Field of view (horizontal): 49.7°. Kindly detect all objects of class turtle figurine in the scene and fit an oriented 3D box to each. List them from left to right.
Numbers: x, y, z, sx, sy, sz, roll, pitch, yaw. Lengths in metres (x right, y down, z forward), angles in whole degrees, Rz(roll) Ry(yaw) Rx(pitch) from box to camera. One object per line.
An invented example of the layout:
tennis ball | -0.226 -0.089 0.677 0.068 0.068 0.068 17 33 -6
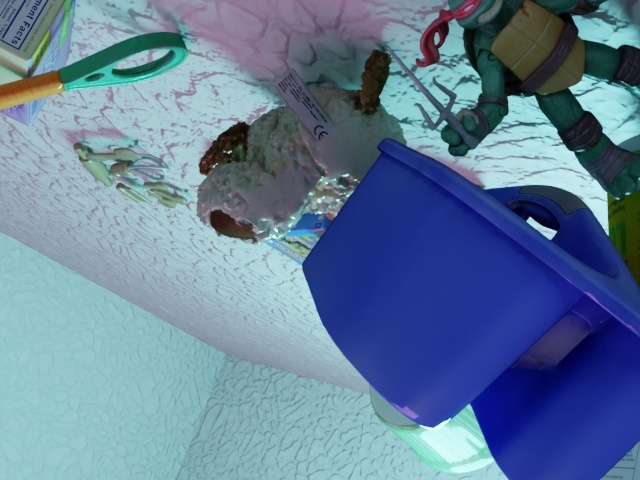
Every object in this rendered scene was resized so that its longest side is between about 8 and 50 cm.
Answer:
turtle figurine | 0.168 -0.135 0.508 0.234 0.118 0.175 27 121 -22

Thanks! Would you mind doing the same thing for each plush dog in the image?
plush dog | -0.005 -0.095 0.751 0.262 0.211 0.225 10 -174 -22

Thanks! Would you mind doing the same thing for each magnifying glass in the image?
magnifying glass | -0.255 -0.178 0.745 0.230 0.026 0.092 -19 178 -17

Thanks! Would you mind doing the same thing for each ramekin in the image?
ramekin | 0.234 0.255 1.279 0.148 0.303 0.303 39 156 -28

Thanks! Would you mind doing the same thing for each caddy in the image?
caddy | 0.130 0.033 0.528 0.241 0.179 0.341 36 -172 -15

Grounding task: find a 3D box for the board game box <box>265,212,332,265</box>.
board game box | 0.000 0.000 1.184 0.160 0.047 0.210 33 158 -33

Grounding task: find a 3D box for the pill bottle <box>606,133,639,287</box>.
pill bottle | 0.315 0.038 0.579 0.136 0.246 0.136 4 167 1

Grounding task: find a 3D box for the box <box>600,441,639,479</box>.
box | 0.390 0.153 0.760 0.121 0.311 0.148 22 163 -1

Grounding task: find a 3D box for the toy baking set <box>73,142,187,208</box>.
toy baking set | -0.343 -0.125 1.246 0.196 0.030 0.256 14 161 13

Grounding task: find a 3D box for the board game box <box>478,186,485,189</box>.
board game box | 0.148 -0.033 0.929 0.092 0.043 0.181 20 162 3

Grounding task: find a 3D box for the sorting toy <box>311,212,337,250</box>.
sorting toy | 0.084 0.029 1.077 0.274 0.046 0.132 30 130 -31

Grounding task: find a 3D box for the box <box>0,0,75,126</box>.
box | -0.414 -0.263 0.771 0.243 0.117 0.213 27 161 -16
